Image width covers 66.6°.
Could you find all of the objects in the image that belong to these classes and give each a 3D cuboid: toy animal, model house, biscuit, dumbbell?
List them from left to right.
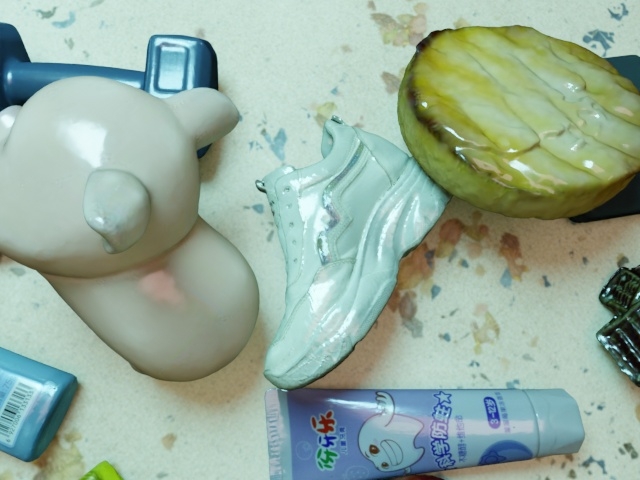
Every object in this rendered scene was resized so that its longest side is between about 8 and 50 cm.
[{"bbox_3d":[-0.285,-0.184,0.596,0.316,0.156,0.144,3,50,-5],"label":"dumbbell"},{"bbox_3d":[-0.186,-0.001,0.494,0.326,0.269,0.237,43,36,-15],"label":"toy animal"},{"bbox_3d":[0.236,-0.147,0.591,0.296,0.102,0.297,2,55,-3],"label":"biscuit"},{"bbox_3d":[0.436,0.112,0.634,0.152,0.106,0.165,-22,46,3],"label":"model house"}]

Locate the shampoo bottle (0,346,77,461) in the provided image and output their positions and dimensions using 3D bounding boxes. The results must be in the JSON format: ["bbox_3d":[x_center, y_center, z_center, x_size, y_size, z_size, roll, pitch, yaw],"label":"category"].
[{"bbox_3d":[-0.424,0.157,0.562,0.258,0.061,0.104,23,80,-1],"label":"shampoo bottle"}]

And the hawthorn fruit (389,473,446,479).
[{"bbox_3d":[0.095,0.391,0.489,0.210,0.230,0.266,31,93,10],"label":"hawthorn fruit"}]

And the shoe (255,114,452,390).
[{"bbox_3d":[0.000,0.000,0.597,0.210,0.132,0.342,33,74,4],"label":"shoe"}]

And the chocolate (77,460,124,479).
[{"bbox_3d":[-0.205,0.394,0.424,0.137,0.301,0.289,-45,85,1],"label":"chocolate"}]

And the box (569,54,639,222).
[{"bbox_3d":[0.404,-0.145,0.692,0.160,0.050,0.231,-9,80,-6],"label":"box"}]

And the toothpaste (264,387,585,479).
[{"bbox_3d":[0.119,0.234,0.598,0.370,0.080,0.125,-4,83,2],"label":"toothpaste"}]
